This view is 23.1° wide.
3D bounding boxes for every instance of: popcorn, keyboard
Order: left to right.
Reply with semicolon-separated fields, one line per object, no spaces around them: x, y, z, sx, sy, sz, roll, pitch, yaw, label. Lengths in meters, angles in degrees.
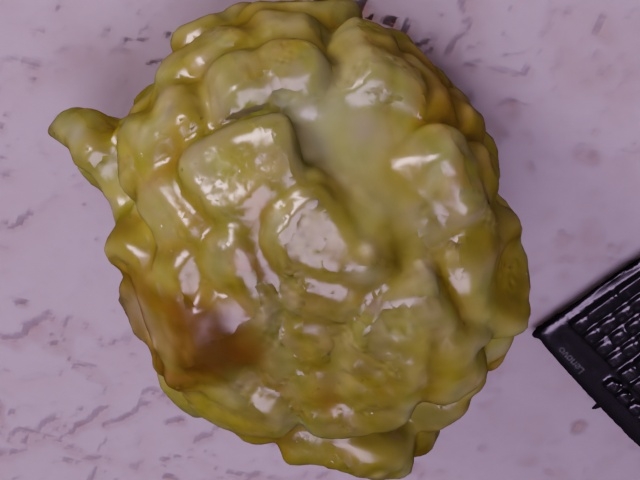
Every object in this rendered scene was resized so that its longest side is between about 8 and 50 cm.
-0.012;0.001;0.755;0.216;0.181;0.235;-8;117;7;popcorn
0.230;0.110;0.918;0.087;0.017;0.250;-38;115;19;keyboard
